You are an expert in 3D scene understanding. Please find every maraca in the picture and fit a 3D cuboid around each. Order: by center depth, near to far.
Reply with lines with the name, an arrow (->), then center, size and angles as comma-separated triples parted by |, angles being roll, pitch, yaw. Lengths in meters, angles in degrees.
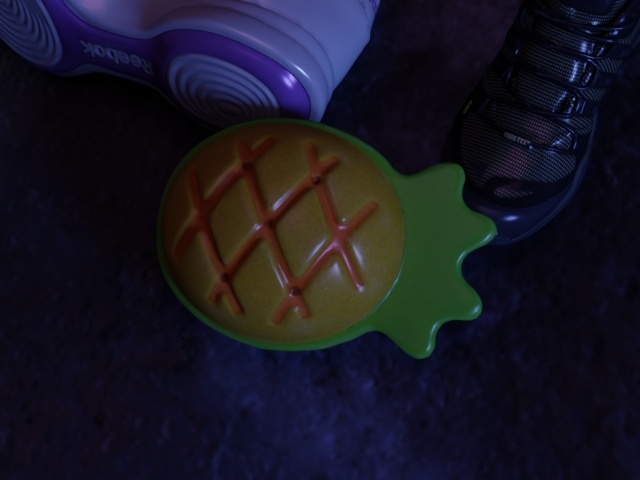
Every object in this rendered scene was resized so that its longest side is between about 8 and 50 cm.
maraca -> 0.000, 0.000, 0.751 | 0.185, 0.099, 0.127 | 10, 90, 10

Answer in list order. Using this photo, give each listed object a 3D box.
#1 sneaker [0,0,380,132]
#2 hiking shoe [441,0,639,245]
sneaker -> -0.105, -0.166, 0.864 | 0.305, 0.114, 0.152 | 26, 56, 15
hiking shoe -> 0.128, -0.106, 0.778 | 0.086, 0.114, 0.227 | 22, 68, 19
